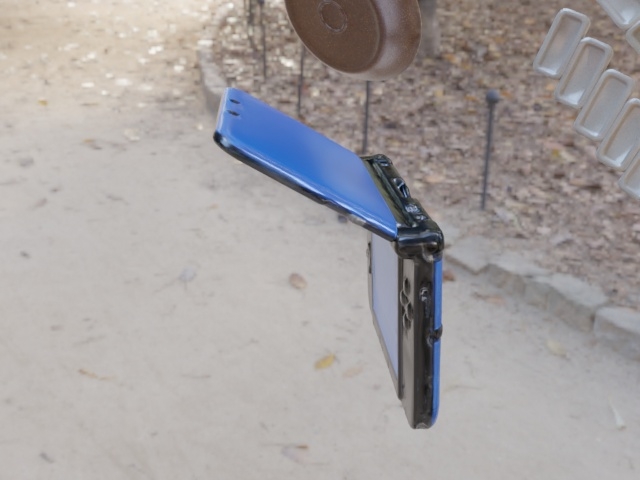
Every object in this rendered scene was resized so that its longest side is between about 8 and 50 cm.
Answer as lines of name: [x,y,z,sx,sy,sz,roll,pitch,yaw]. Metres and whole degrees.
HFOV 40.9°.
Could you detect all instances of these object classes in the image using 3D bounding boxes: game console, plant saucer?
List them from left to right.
game console: [0.000,0.000,0.777,0.173,0.250,0.293,-2,18,-3]
plant saucer: [0.023,-0.261,0.975,0.198,0.198,0.036,19,49,39]

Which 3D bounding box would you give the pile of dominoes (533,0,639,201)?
pile of dominoes: [0.302,-0.128,0.685,0.040,0.196,0.251,2,53,-56]
